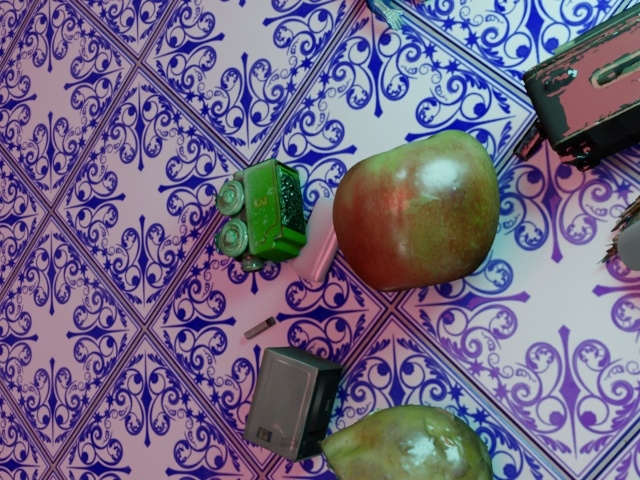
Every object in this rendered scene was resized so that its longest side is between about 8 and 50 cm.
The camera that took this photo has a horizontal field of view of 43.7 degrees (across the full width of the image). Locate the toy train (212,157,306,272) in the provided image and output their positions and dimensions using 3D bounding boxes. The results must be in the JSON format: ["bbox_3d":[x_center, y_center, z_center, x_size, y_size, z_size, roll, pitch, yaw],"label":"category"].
[{"bbox_3d":[-0.130,-0.054,1.779,0.188,0.132,0.243,-17,68,29],"label":"toy train"}]

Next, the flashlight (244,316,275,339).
[{"bbox_3d":[-0.139,0.201,1.835,0.083,0.018,0.018,-33,67,25],"label":"flashlight"}]

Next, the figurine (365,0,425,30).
[{"bbox_3d":[0.136,-0.572,1.694,0.262,0.121,0.164,40,114,11],"label":"figurine"}]

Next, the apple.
[{"bbox_3d":[0.183,-0.044,1.490,0.319,0.319,0.277,-16,95,30],"label":"apple"}]

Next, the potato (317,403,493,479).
[{"bbox_3d":[0.180,0.415,1.501,0.237,0.301,0.289,-44,97,-1],"label":"potato"}]

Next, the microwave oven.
[{"bbox_3d":[-0.054,0.344,1.702,0.163,0.129,0.205,17,94,30],"label":"microwave oven"}]

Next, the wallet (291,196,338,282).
[{"bbox_3d":[0.000,0.000,1.760,0.095,0.033,0.190,30,101,33],"label":"wallet"}]

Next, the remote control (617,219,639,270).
[{"bbox_3d":[0.556,-0.016,1.273,0.245,0.022,0.077,126,129,-64],"label":"remote control"}]

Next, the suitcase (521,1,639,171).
[{"bbox_3d":[0.552,-0.281,1.297,0.434,0.283,0.194,-28,74,28],"label":"suitcase"}]

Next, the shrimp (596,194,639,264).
[{"bbox_3d":[0.569,-0.031,1.382,0.090,0.079,0.233,48,120,14],"label":"shrimp"}]

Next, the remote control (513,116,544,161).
[{"bbox_3d":[0.410,-0.199,1.533,0.039,0.014,0.096,44,109,28],"label":"remote control"}]
